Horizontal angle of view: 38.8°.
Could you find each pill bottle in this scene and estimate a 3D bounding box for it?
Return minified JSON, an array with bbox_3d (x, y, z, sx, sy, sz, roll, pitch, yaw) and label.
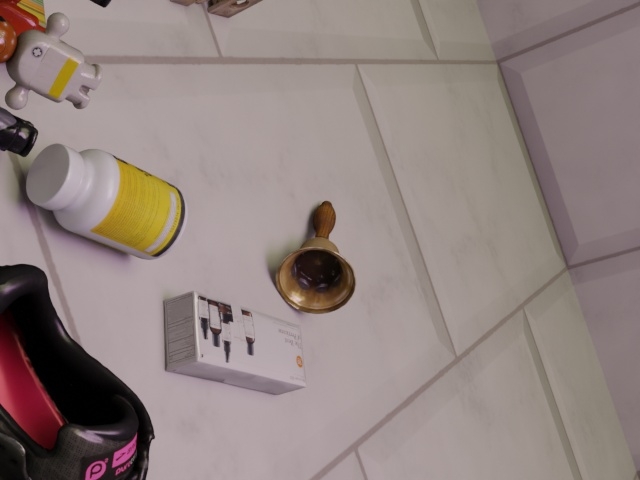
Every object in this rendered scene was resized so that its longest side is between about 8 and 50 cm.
[{"bbox_3d":[-0.254,-0.048,1.087,0.184,0.103,0.103,28,51,-51],"label":"pill bottle"}]

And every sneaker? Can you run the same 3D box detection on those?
[{"bbox_3d":[-0.247,0.240,0.838,0.185,0.202,0.483,-38,107,-58],"label":"sneaker"}]

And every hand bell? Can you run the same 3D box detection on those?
[{"bbox_3d":[0.000,0.000,1.512,0.126,0.126,0.242,55,21,-26],"label":"hand bell"}]

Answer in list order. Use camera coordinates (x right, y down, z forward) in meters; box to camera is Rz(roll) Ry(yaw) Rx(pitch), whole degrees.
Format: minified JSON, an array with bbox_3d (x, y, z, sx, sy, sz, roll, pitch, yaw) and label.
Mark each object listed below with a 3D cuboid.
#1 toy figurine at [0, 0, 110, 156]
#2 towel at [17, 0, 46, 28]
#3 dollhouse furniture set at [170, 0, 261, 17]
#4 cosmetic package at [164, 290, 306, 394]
[{"bbox_3d":[-0.330,-0.215,0.953,0.148,0.213,0.210,26,55,-38],"label":"toy figurine"},{"bbox_3d":[-0.390,-0.361,1.126,0.102,0.021,0.237,18,58,-60],"label":"towel"},{"bbox_3d":[-0.177,-0.473,1.453,0.161,0.101,0.182,-6,79,-60],"label":"dollhouse furniture set"},{"bbox_3d":[-0.112,0.146,1.256,0.239,0.060,0.099,24,54,-52],"label":"cosmetic package"}]
